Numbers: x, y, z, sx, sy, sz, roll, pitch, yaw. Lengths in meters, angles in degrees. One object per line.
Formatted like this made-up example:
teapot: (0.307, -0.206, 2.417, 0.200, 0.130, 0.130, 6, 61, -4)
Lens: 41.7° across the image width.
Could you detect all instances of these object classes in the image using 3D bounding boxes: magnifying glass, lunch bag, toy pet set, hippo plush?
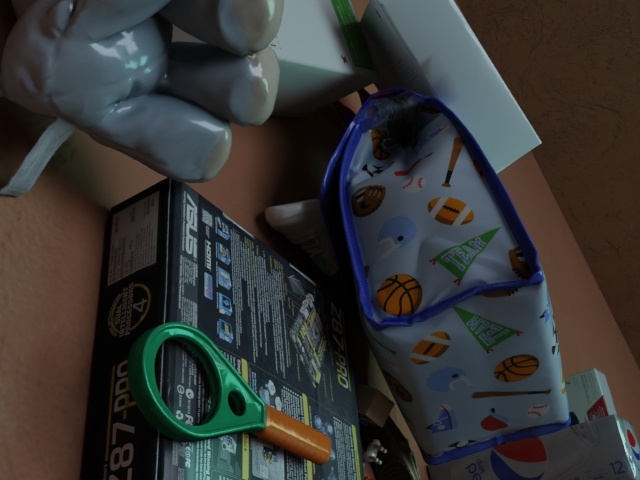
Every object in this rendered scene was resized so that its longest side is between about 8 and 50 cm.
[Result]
magnifying glass: (-0.068, 0.140, 0.696, 0.231, 0.026, 0.092, 36, 39, -40)
lunch bag: (0.144, 0.034, 1.083, 0.327, 0.239, 0.385, 68, 8, -46)
toy pet set: (0.030, 0.224, 1.029, 0.122, 0.065, 0.114, 44, 68, -36)
hippo plush: (-0.183, -0.187, 0.765, 0.234, 0.294, 0.236, 48, 7, -41)

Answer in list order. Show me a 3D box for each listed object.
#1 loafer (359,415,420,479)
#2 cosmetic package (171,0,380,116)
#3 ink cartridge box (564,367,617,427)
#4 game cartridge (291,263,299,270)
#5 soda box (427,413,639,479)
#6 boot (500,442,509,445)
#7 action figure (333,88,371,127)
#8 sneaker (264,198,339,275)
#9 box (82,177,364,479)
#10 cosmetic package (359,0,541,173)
loafer: (0.098, 0.282, 1.092, 0.050, 0.056, 0.148, -17, 85, -59)
cosmetic package: (-0.077, -0.277, 1.096, 0.365, 0.155, 0.196, -18, 87, -67)
ink cartridge box: (0.507, 0.352, 1.720, 0.072, 0.175, 0.127, 29, 44, -50)
game cartridge: (-0.038, 0.065, 1.051, 0.056, 0.017, 0.083, 69, 24, -6)
soda box: (0.304, 0.331, 1.190, 0.098, 0.286, 0.091, 28, 46, -53)
boot: (0.294, 0.371, 1.385, 0.106, 0.082, 0.219, 47, 29, -32)
action figure: (0.107, -0.143, 1.433, 0.280, 0.092, 0.139, 46, 25, -36)
sneaker: (0.000, 0.000, 1.123, 0.212, 0.080, 0.094, 14, 71, -61)
box: (-0.072, 0.180, 0.790, 0.318, 0.097, 0.394, 37, 38, -45)
cosmetic package: (0.168, -0.230, 1.260, 0.284, 0.097, 0.377, 55, 0, -5)
